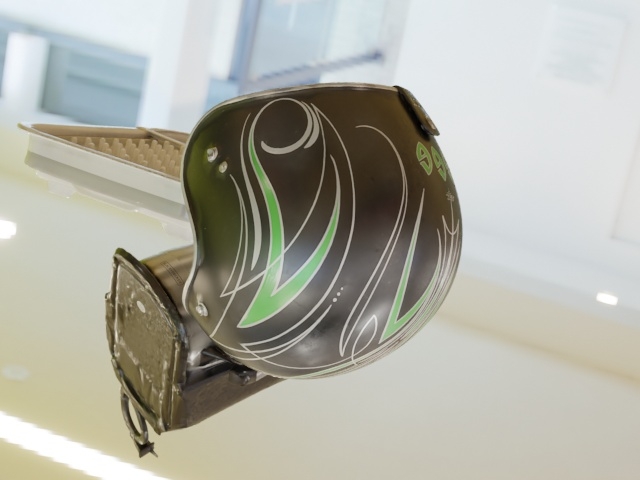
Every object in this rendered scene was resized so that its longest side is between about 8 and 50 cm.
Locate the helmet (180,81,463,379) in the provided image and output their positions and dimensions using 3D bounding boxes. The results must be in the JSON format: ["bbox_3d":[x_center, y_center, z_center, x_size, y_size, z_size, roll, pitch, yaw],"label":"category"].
[{"bbox_3d":[0.000,0.000,0.820,0.169,0.161,0.169,-5,171,-1],"label":"helmet"}]

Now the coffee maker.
[{"bbox_3d":[-0.053,0.050,0.972,0.178,0.171,0.120,-21,-105,-29],"label":"coffee maker"}]

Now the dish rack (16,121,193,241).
[{"bbox_3d":[-0.145,-0.062,1.525,0.285,0.072,0.333,20,-169,27],"label":"dish rack"}]
